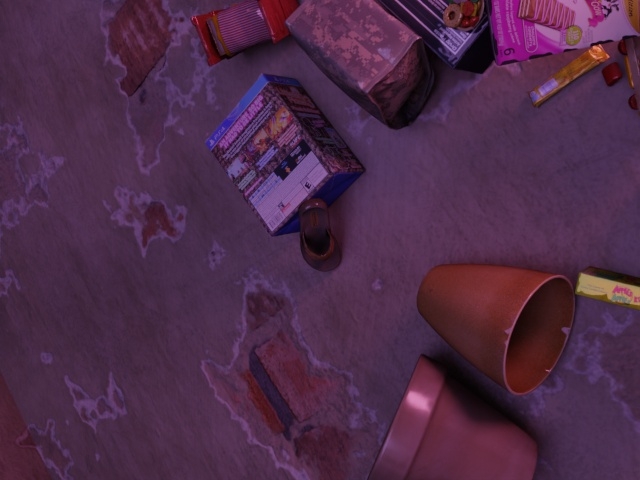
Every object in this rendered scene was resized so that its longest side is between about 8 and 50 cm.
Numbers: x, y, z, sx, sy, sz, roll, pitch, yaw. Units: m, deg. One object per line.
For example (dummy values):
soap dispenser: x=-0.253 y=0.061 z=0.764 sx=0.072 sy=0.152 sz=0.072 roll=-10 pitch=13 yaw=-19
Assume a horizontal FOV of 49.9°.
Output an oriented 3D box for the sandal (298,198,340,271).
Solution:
sandal: x=0.000 y=0.000 z=1.542 sx=0.219 sy=0.090 sz=0.060 roll=83 pitch=171 yaw=-45

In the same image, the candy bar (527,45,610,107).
candy bar: x=0.465 y=-0.311 z=1.305 sx=0.161 sy=0.018 sz=0.040 roll=-36 pitch=74 yaw=31

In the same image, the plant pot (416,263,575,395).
plant pot: x=0.324 y=0.140 z=1.352 sx=0.254 sy=0.237 sz=0.237 roll=24 pitch=109 yaw=44

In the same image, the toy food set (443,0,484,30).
toy food set: x=0.251 y=-0.408 z=1.200 sx=0.083 sy=0.020 sz=0.082 roll=36 pitch=127 yaw=44

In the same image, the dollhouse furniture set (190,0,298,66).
dollhouse furniture set: x=-0.212 y=-0.608 z=1.547 sx=0.201 sy=0.152 sz=0.374 roll=-11 pitch=110 yaw=33

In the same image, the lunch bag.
lunch bag: x=0.095 y=-0.364 z=1.388 sx=0.169 sy=0.287 sz=0.235 roll=-47 pitch=72 yaw=4

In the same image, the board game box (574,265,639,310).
board game box: x=0.567 y=0.094 z=1.250 sx=0.181 sy=0.092 sz=0.043 roll=15 pitch=103 yaw=30

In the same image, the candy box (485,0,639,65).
candy box: x=0.397 y=-0.397 z=1.144 sx=0.233 sy=0.071 sz=0.159 roll=-10 pitch=116 yaw=12

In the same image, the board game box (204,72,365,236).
board game box: x=-0.085 y=-0.195 z=1.591 sx=0.232 sy=0.141 sz=0.291 roll=-43 pitch=74 yaw=28

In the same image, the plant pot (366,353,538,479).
plant pot: x=0.267 y=0.429 z=1.382 sx=0.280 sy=0.323 sz=0.323 roll=22 pitch=108 yaw=11

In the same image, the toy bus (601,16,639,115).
toy bus: x=0.593 y=-0.297 z=1.178 sx=0.202 sy=0.104 sz=0.191 roll=93 pitch=160 yaw=-45

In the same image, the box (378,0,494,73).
box: x=0.272 y=-0.525 z=1.300 sx=0.296 sy=0.183 sz=0.294 roll=48 pitch=117 yaw=16
